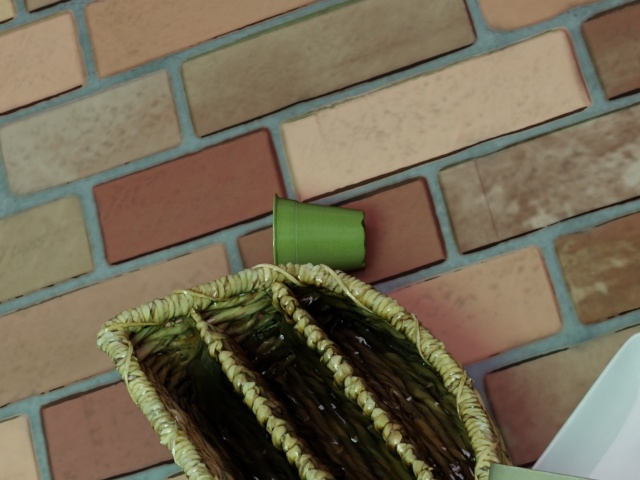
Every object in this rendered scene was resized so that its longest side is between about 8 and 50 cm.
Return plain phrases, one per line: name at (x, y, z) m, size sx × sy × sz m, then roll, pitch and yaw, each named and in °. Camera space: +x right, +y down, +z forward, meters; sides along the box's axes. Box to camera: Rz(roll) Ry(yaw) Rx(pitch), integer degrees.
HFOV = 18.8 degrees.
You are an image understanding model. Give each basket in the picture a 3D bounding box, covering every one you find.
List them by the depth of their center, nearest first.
basket at (0.011, 0.143, 1.499) m, size 0.213 × 0.223 × 0.299 m, roll -39°, pitch 52°, yaw 0°

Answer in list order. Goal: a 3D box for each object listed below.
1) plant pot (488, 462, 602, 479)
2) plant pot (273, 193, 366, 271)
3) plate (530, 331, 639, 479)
plant pot at (0.243, 0.270, 1.339) m, size 0.284 × 0.284 × 0.191 m, roll 8°, pitch 85°, yaw 19°
plant pot at (0.000, 0.000, 1.683) m, size 0.079 × 0.083 × 0.083 m, roll -1°, pitch 65°, yaw 3°
plate at (0.281, 0.249, 1.500) m, size 0.278 × 0.045 × 0.277 m, roll 34°, pitch 79°, yaw 26°
